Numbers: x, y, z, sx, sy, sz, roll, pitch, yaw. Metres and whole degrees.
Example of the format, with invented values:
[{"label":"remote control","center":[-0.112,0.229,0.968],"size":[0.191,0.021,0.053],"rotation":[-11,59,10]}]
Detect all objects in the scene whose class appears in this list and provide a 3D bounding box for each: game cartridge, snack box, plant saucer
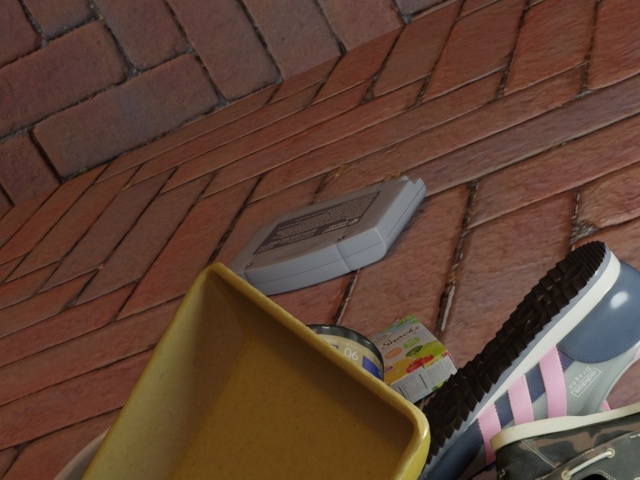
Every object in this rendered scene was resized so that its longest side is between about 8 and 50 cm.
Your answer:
[{"label":"game cartridge","center":[0.000,0.000,1.965],"size":[0.294,0.060,0.196],"rotation":[-17,18,36]},{"label":"snack box","center":[0.085,0.138,1.479],"size":[0.100,0.037,0.141],"rotation":[-30,17,-4]},{"label":"plant saucer","center":[-0.068,0.228,1.128],"size":[0.333,0.081,0.332],"rotation":[33,93,48]}]

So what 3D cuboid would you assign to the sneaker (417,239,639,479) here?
[{"label":"sneaker","center":[0.187,0.154,1.192],"size":[0.319,0.131,0.112],"rotation":[-48,13,19]}]

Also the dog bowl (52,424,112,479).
[{"label":"dog bowl","center":[-0.153,0.264,1.405],"size":[0.349,0.102,0.349],"rotation":[-26,18,9]}]

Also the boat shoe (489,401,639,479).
[{"label":"boat shoe","center":[0.256,0.176,1.086],"size":[0.233,0.084,0.079],"rotation":[-16,59,19]}]

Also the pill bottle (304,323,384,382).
[{"label":"pill bottle","center":[-0.005,0.197,1.249],"size":[0.123,0.123,0.219],"rotation":[-21,42,26]}]
